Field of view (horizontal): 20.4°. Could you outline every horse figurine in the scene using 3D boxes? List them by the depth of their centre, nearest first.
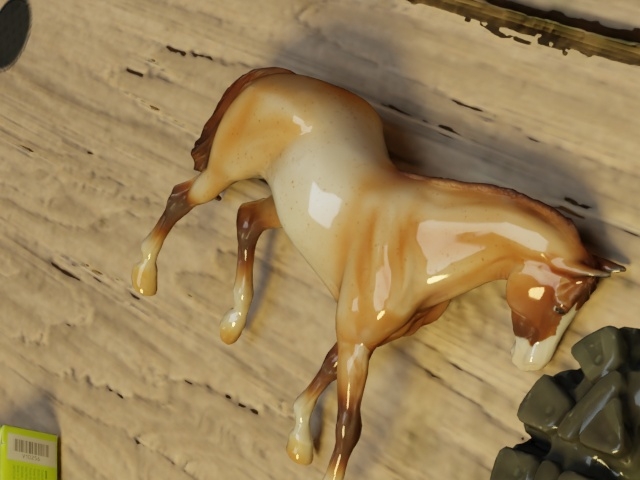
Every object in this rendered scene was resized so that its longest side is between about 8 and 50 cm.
[{"bbox_3d":[0.000,0.000,0.790,0.263,0.066,0.174,52,122,42],"label":"horse figurine"}]

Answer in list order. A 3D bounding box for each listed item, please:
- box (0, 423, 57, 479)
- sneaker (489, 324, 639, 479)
[{"bbox_3d":[-0.212,0.179,0.988,0.178,0.042,0.109,-27,57,41],"label":"box"},{"bbox_3d":[0.221,0.107,0.454,0.343,0.146,0.134,20,85,35],"label":"sneaker"}]
